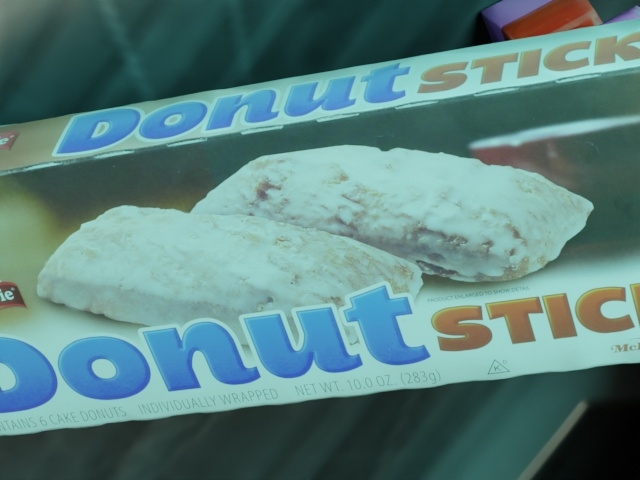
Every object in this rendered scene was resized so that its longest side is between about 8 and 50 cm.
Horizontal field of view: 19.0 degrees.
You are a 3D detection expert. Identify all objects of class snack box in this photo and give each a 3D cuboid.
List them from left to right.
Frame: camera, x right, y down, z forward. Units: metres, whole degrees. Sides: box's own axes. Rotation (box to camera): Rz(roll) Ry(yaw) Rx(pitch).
[{"bbox_3d":[0.000,0.000,0.368,0.178,0.022,0.064,-8,123,17],"label":"snack box"}]

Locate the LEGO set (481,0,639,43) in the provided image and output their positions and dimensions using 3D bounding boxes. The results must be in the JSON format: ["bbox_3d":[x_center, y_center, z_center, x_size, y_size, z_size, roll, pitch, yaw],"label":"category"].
[{"bbox_3d":[0.063,-0.101,0.343,0.087,0.093,0.227,-28,122,-5],"label":"LEGO set"}]
